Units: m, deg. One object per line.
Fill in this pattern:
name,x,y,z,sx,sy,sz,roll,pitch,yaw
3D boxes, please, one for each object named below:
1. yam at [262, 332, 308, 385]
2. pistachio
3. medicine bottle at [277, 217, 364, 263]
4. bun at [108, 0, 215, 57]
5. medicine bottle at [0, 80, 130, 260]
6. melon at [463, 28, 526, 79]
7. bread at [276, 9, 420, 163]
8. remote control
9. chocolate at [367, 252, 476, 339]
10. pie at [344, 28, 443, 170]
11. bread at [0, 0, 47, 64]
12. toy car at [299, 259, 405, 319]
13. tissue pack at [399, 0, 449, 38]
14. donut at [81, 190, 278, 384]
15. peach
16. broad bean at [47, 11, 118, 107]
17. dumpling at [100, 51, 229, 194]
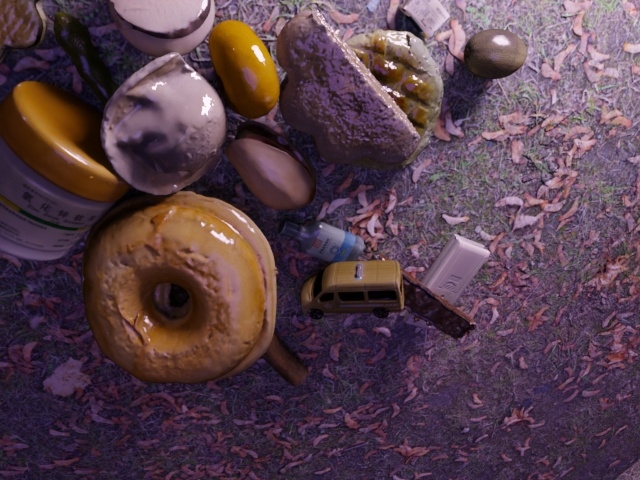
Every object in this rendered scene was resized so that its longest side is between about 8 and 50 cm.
yam,-0.139,0.265,1.258,0.081,0.081,0.356,-32,121,6
pistachio,-0.095,-0.149,0.998,0.144,0.144,0.215,-40,122,11
medicine bottle,0.000,0.000,1.151,0.209,0.053,0.090,20,118,-23
bun,-0.269,-0.393,0.826,0.173,0.120,0.172,2,81,-13
medicine bottle,-0.488,-0.118,0.865,0.232,0.238,0.238,-43,119,13
melon,0.359,-0.382,0.991,0.131,0.098,0.098,4,118,-10
bread,0.032,-0.256,0.916,0.183,0.102,0.337,-40,115,18
remote control,0.328,0.117,1.293,0.103,0.055,0.277,19,116,-21
chocolate,0.248,0.144,1.238,0.329,0.065,0.102,34,124,-6
pie,0.122,-0.284,1.010,0.307,0.071,0.306,-5,119,-9
bread,-0.555,-0.403,0.794,0.286,0.056,0.207,-41,117,11
toy car,0.070,0.113,1.160,0.257,0.101,0.124,-3,131,12
tissue pack,0.204,-0.449,0.949,0.083,0.042,0.062,36,105,-27
donut,-0.293,0.108,1.025,0.449,0.198,0.448,1,108,2
peach,-0.140,-0.307,0.875,0.103,0.179,0.179,-26,122,-8
broad bean,-0.407,-0.295,0.894,0.053,0.052,0.256,-2,132,33
dumpling,-0.261,-0.182,0.846,0.227,0.175,0.243,-51,126,-20
